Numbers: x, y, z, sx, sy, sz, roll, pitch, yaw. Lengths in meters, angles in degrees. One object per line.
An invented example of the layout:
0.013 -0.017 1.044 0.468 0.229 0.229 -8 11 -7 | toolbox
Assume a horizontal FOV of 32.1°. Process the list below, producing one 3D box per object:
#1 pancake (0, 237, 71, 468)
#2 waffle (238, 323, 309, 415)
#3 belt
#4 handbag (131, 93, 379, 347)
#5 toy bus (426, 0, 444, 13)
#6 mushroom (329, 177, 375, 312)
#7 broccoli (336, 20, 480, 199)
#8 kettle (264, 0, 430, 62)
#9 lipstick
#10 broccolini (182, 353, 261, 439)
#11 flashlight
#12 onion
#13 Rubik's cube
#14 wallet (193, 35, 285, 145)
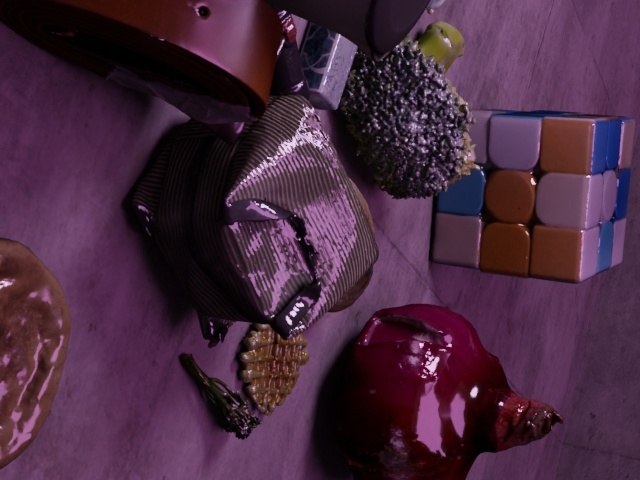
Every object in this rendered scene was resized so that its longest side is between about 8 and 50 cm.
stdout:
-0.395 0.141 1.302 0.294 0.049 0.295 -25 119 -56 | pancake
-0.078 0.198 1.873 0.169 0.036 0.183 -57 141 -34 | waffle
-0.205 -0.253 1.310 0.338 0.217 0.122 21 76 -19 | belt
-0.095 -0.016 1.581 0.240 0.247 0.341 -53 128 -44 | handbag
0.210 -0.534 2.029 0.276 0.164 0.134 -49 169 -45 | toy bus
0.002 0.001 1.873 0.344 0.130 0.248 60 42 -46 | mushroom
0.189 -0.248 2.092 0.397 0.274 0.353 -22 127 -75 | broccoli
-0.015 -0.458 1.388 0.250 0.376 0.361 -30 146 -61 | kettle
0.027 -0.360 1.881 0.076 0.077 0.290 37 65 -57 | lipstick
-0.152 0.233 1.728 0.058 0.074 0.201 -44 133 -24 | broccolini
-0.067 -0.310 1.724 0.093 0.093 0.232 -53 140 -40 | flashlight
0.251 0.320 2.093 0.398 0.420 0.399 3 90 -70 | onion
0.472 -0.111 2.442 0.346 0.344 0.347 -15 111 -60 | Rubik's cube
-0.174 -0.256 1.476 0.229 0.049 0.182 31 64 -15 | wallet
